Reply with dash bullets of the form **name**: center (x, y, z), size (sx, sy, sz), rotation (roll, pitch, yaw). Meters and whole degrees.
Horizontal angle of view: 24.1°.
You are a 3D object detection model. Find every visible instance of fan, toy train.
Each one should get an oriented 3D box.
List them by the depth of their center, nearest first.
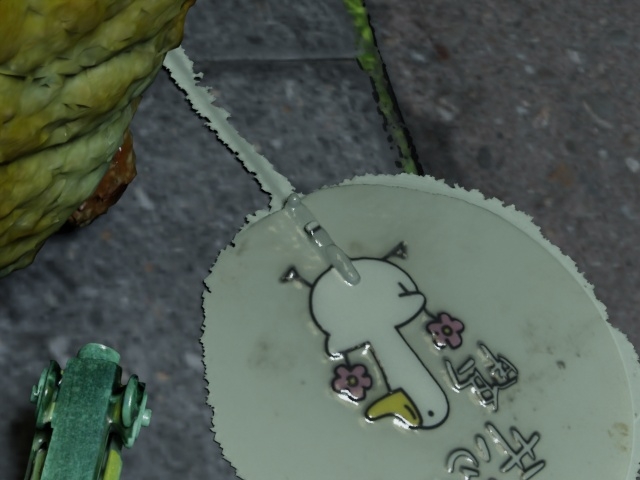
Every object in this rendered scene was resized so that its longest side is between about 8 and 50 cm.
- **toy train**: center (-0.100, 0.105, 0.605), size (0.050, 0.081, 0.122), rotation (11, 53, -2)
- **fan**: center (0.000, 0.000, 0.754), size (0.233, 0.012, 0.414), rotation (-31, 72, -34)

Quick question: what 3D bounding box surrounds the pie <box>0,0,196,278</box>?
- **pie**: center (-0.192, -0.084, 0.491), size (0.395, 0.418, 0.180), rotation (-28, 76, -31)
